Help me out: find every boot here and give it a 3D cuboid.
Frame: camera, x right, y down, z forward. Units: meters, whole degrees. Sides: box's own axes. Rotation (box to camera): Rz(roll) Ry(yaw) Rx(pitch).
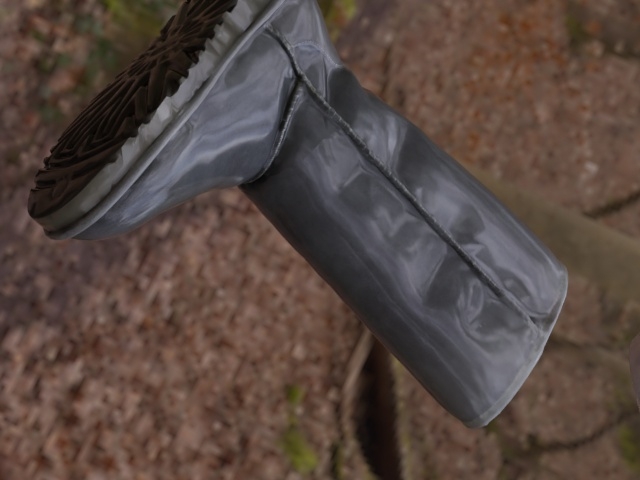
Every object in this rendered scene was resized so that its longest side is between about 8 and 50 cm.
[{"bbox_3d":[0.001,0.000,0.740,0.076,0.208,0.189,-10,-148,48],"label":"boot"}]

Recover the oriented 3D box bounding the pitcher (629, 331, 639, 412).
[{"bbox_3d":[0.347,0.079,1.374,0.178,0.207,0.125,-71,142,-59],"label":"pitcher"}]
